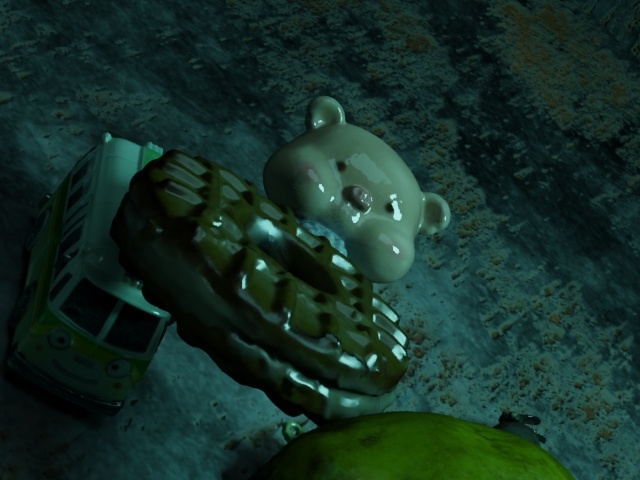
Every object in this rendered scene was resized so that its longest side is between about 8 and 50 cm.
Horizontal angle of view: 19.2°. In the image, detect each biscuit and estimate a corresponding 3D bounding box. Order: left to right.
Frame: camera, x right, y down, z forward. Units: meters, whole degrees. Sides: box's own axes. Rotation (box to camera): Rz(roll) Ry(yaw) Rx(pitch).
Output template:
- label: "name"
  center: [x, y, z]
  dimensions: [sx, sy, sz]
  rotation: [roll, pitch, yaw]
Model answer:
- label: "biscuit"
  center: [-0.052, 0.045, 1.777]
  dimensions: [0.332, 0.103, 0.332]
  rotation: [38, 12, -10]

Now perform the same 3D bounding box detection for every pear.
- label: "pear"
  center: [0.089, 0.329, 1.675]
  dimensions: [0.413, 0.352, 0.352]
  rotation: [36, 28, -30]

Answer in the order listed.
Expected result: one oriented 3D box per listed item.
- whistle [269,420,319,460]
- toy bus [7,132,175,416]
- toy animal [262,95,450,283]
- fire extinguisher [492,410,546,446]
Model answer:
- label: "whistle"
  center: [0.058, 0.292, 1.939]
  dimensions: [0.288, 0.106, 0.131]
  rotation: [46, 36, 10]
- label: "toy bus"
  center: [-0.217, 0.026, 1.917]
  dimensions: [0.133, 0.165, 0.276]
  rotation: [28, 31, -20]
- label: "toy animal"
  center: [0.000, -0.005, 2.164]
  dimensions: [0.210, 0.221, 0.229]
  rotation: [37, 56, -9]
- label: "fire extinguisher"
  center: [0.232, 0.287, 2.184]
  dimensions: [0.089, 0.072, 0.268]
  rotation: [21, 34, -16]
